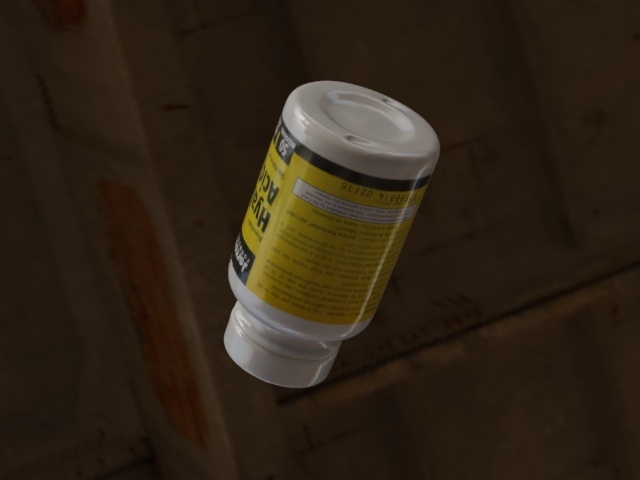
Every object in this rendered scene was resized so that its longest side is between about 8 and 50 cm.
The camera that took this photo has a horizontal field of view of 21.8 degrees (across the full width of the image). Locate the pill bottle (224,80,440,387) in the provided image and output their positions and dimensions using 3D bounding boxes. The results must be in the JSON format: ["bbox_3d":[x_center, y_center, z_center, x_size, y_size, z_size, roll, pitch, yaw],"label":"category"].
[{"bbox_3d":[0.000,0.000,0.673,0.065,0.065,0.116,7,-60,-24],"label":"pill bottle"}]
